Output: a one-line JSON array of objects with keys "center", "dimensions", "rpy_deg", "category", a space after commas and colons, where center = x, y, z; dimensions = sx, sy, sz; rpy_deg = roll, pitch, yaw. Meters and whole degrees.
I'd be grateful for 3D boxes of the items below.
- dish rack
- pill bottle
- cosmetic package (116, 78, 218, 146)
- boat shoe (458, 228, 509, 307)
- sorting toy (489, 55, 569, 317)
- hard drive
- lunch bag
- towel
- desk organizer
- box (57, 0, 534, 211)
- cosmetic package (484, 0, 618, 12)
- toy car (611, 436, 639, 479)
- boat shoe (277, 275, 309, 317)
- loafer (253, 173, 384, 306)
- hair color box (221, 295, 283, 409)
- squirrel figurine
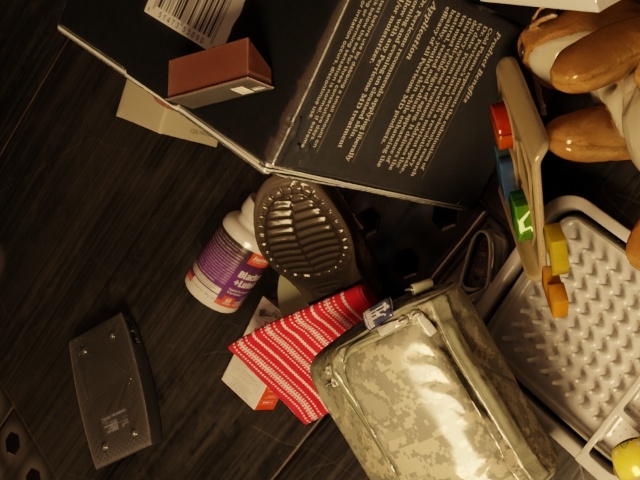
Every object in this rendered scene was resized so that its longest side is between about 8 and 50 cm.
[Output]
[{"center": [0.376, 0.130, 1.411], "dimensions": [0.333, 0.072, 0.285], "rpy_deg": [42, 110, 33], "category": "dish rack"}, {"center": [-0.136, 0.018, 1.788], "dimensions": [0.108, 0.108, 0.193], "rpy_deg": [48, 113, 31], "category": "pill bottle"}, {"center": [-0.228, -0.330, 1.873], "dimensions": [0.129, 0.153, 0.296], "rpy_deg": [25, 101, 37], "category": "cosmetic package"}, {"center": [0.226, 0.072, 1.535], "dimensions": [0.066, 0.063, 0.184], "rpy_deg": [23, 98, 37], "category": "boat shoe"}, {"center": [0.260, -0.061, 1.358], "dimensions": [0.041, 0.229, 0.307], "rpy_deg": [-8, 42, 1], "category": "sorting toy"}, {"center": [-0.379, 0.280, 1.975], "dimensions": [0.172, 0.054, 0.254], "rpy_deg": [-29, 68, 31], "category": "hard drive"}, {"center": [0.155, 0.207, 1.385], "dimensions": [0.305, 0.213, 0.256], "rpy_deg": [60, 153, 2], "category": "lunch bag"}, {"center": [0.017, 0.180, 1.621], "dimensions": [0.275, 0.199, 0.031], "rpy_deg": [-26, 27, 33], "category": "towel"}, {"center": [-0.119, -0.195, 1.244], "dimensions": [0.130, 0.047, 0.050], "rpy_deg": [-8, 77, 37], "category": "desk organizer"}, {"center": [-0.017, -0.289, 1.505], "dimensions": [0.480, 0.472, 0.297], "rpy_deg": [35, 105, 35], "category": "box"}, {"center": [0.375, -0.415, 1.249], "dimensions": [0.217, 0.385, 0.156], "rpy_deg": [29, 145, 57], "category": "cosmetic package"}, {"center": [0.437, 0.379, 1.311], "dimensions": [0.239, 0.053, 0.225], "rpy_deg": [26, 117, 10], "category": "toy car"}, {"center": [-0.007, 0.028, 1.706], "dimensions": [0.079, 0.081, 0.227], "rpy_deg": [1, 78, 38], "category": "boat shoe"}, {"center": [0.000, 0.000, 1.557], "dimensions": [0.134, 0.366, 0.130], "rpy_deg": [-9, 52, 14], "category": "loafer"}, {"center": [-0.087, 0.187, 1.766], "dimensions": [0.093, 0.053, 0.167], "rpy_deg": [37, 108, 35], "category": "hair color box"}, {"center": [0.447, -0.220, 1.306], "dimensions": [0.397, 0.281, 0.370], "rpy_deg": [-23, 37, -5], "category": "squirrel figurine"}]
